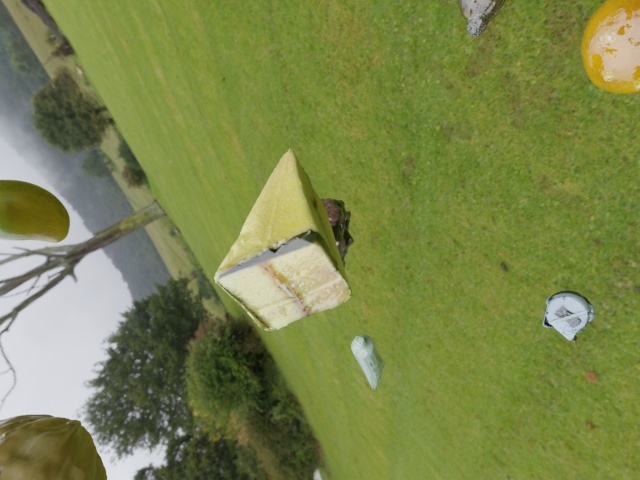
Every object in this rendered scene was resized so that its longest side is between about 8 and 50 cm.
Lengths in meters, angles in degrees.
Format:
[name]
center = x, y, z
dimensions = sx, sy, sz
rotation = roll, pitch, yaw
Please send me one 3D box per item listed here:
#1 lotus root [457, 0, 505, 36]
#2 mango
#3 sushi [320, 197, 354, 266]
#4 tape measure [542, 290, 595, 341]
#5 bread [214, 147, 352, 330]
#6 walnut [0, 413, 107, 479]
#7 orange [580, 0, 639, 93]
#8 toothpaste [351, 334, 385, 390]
[lotus root]
center = 0.371, -0.574, 0.961
dimensions = 0.120, 0.120, 0.209
rotation = 30, 112, 55
[mango]
center = -0.599, -0.059, 0.844
dimensions = 0.086, 0.122, 0.191
rotation = 18, -174, 33
[sushi]
center = 0.000, 0.000, 1.170
dimensions = 0.270, 0.171, 0.236
rotation = -63, -35, -65
[tape measure]
center = 0.517, 0.152, 0.890
dimensions = 0.091, 0.054, 0.094
rotation = 30, 121, 27
[bread]
center = -0.067, -0.006, 0.713
dimensions = 0.167, 0.163, 0.264
rotation = 59, -170, -40
[walnut]
center = -0.371, 0.324, 0.494
dimensions = 0.198, 0.244, 0.198
rotation = 21, 156, 10
[orange]
center = 0.473, -0.304, 0.643
dimensions = 0.124, 0.156, 0.156
rotation = 14, 139, 45
[toothpaste]
center = 0.095, 0.227, 0.798
dimensions = 0.041, 0.064, 0.218
rotation = 14, 152, 26
